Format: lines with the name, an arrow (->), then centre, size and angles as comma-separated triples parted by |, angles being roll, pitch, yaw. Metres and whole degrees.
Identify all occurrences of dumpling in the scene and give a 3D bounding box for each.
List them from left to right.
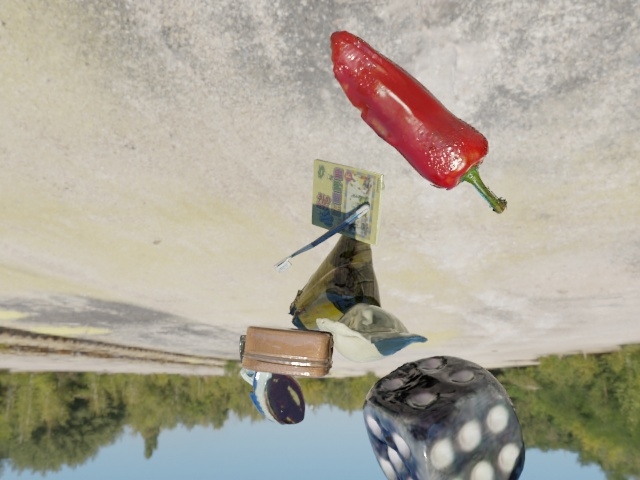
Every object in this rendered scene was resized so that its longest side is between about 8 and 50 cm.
dumpling -> 0.121, 0.205, 1.083 | 0.252, 0.131, 0.179 | 15, 165, -11

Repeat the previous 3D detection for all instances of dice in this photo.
dice -> 0.187, 0.297, 0.777 | 0.183, 0.181, 0.183 | -22, -170, -22

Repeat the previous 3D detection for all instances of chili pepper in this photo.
chili pepper -> 0.149, -0.183, 0.777 | 0.110, 0.387, 0.110 | -44, 173, -7

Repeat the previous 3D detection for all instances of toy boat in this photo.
toy boat -> -0.117, 0.360, 1.198 | 0.115, 0.114, 0.261 | 16, 143, 41

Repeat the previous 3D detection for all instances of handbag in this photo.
handbag -> -0.053, 0.179, 0.822 | 0.152, 0.072, 0.193 | 6, 172, 2

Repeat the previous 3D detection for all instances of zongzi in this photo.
zongzi -> 0.030, 0.081, 1.355 | 0.274, 0.299, 0.145 | -24, 147, 37

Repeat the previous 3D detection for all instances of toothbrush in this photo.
toothbrush -> 0.000, 0.000, 1.155 | 0.288, 0.024, 0.026 | -34, 112, 25

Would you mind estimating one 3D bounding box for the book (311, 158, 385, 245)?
book -> 0.059, -0.090, 1.157 | 0.193, 0.167, 0.013 | 19, -153, 34
